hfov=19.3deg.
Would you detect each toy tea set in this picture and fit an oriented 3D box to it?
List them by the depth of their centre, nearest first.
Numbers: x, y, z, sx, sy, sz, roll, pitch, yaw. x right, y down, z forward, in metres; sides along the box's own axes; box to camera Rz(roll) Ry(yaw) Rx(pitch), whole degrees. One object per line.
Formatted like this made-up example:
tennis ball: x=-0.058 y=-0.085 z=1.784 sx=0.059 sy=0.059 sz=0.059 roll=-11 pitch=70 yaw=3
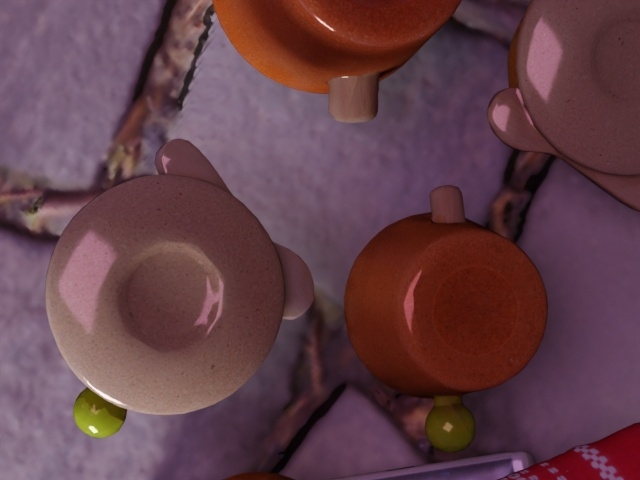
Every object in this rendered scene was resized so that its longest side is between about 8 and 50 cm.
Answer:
toy tea set: x=0.000 y=0.000 z=0.733 sx=0.200 sy=0.124 sz=0.336 roll=34 pitch=83 yaw=-12

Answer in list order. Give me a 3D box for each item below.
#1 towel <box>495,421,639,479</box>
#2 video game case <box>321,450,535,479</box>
towel: x=0.056 y=0.170 z=0.604 sx=0.275 sy=0.031 sz=0.199 roll=-18 pitch=52 yaw=-24
video game case: x=0.014 y=0.190 z=0.744 sx=0.173 sy=0.022 sz=0.190 roll=-11 pitch=81 yaw=13
